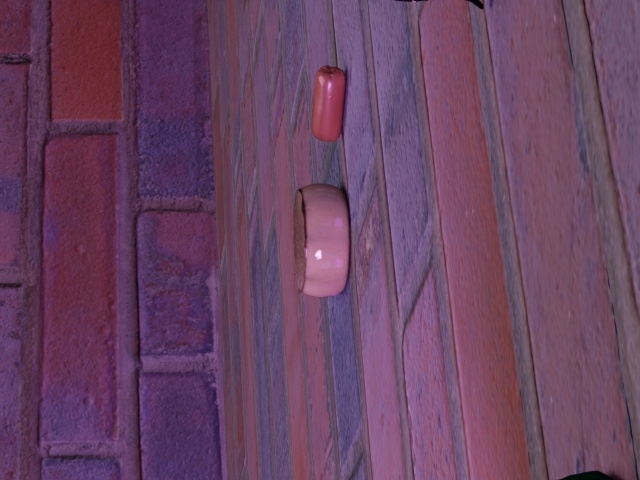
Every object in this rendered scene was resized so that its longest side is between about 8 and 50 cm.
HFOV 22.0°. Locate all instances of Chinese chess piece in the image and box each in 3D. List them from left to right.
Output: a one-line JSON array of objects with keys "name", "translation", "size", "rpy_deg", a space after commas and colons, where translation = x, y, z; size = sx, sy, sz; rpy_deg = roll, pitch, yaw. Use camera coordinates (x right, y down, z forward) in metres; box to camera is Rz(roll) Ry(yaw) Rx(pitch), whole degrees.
[{"name": "Chinese chess piece", "translation": [0.000, 0.000, 1.760], "size": [0.122, 0.051, 0.122], "rpy_deg": [178, 90, -83]}]

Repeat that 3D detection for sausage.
[{"name": "sausage", "translation": [0.009, -0.146, 1.752], "size": [0.034, 0.034, 0.083], "rpy_deg": [-104, 17, -59]}]

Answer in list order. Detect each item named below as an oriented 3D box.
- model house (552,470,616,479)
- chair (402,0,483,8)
[{"name": "model house", "translation": [0.042, 0.244, 0.767], "size": [0.280, 0.248, 0.230], "rpy_deg": [-138, 49, -79]}, {"name": "chair", "translation": [0.020, -0.255, 1.082], "size": [0.149, 0.213, 0.174], "rpy_deg": [110, 160, -52]}]
